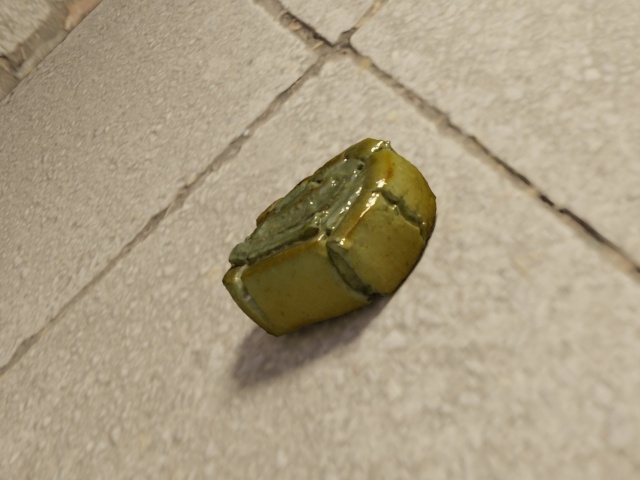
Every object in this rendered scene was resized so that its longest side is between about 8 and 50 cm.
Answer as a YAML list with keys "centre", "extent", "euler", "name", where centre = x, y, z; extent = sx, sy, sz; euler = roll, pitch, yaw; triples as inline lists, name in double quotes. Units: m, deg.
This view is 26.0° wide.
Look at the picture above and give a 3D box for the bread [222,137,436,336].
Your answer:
- centre: [0.000, 0.000, 0.890]
  extent: [0.156, 0.064, 0.117]
  euler: [-29, 25, 34]
  name: "bread"
